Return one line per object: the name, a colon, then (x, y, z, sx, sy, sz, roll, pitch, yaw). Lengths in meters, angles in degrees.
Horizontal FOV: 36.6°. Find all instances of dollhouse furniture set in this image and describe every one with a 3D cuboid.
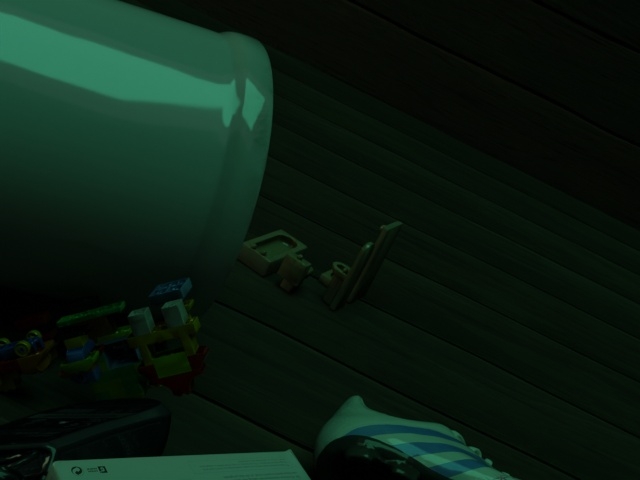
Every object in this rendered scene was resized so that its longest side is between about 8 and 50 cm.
dollhouse furniture set: (0.000, 0.000, 1.330, 0.151, 0.123, 0.144, 34, 22, 17)

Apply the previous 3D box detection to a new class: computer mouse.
computer mouse: (-0.217, 0.175, 0.723, 0.189, 0.072, 0.272, -6, -1, 28)

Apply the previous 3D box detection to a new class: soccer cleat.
soccer cleat: (0.152, 0.248, 0.955, 0.331, 0.116, 0.143, 26, 22, -1)

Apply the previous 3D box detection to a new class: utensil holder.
utensil holder: (-0.288, -0.106, 0.979, 0.386, 0.327, 0.327, 15, 24, -23)

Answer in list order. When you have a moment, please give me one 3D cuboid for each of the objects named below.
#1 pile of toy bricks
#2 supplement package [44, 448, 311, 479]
pile of toy bricks: (-0.193, 0.112, 0.880, 0.212, 0.105, 0.118, -14, 15, 11)
supplement package: (-0.075, 0.260, 0.620, 0.194, 0.149, 0.203, 7, 29, -39)
